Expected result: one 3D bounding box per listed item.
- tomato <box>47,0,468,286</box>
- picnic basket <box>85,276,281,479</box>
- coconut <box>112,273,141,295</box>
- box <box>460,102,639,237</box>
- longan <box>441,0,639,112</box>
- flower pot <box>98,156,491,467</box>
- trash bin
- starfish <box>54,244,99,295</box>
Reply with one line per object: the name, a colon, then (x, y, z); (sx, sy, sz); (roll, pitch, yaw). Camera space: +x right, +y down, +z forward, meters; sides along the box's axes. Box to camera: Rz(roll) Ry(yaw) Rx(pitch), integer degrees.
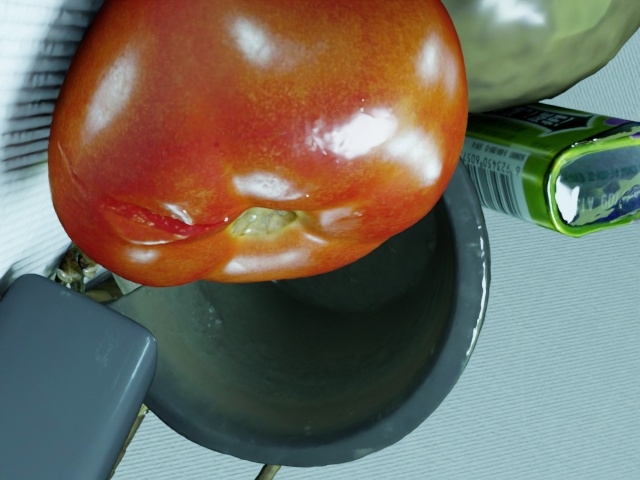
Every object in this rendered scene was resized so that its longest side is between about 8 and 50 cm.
tomato: (-0.045, -0.098, 0.892); (0.298, 0.299, 0.226); (122, -41, -57)
picnic basket: (-0.190, 0.214, 1.626); (0.293, 0.337, 0.337); (-59, 180, 7)
coconut: (-0.156, 0.005, 1.428); (0.171, 0.183, 0.170); (-16, 110, -51)
box: (0.183, -0.085, 1.316); (0.134, 0.097, 0.345); (-23, -159, -21)
longan: (0.148, -0.312, 1.246); (0.391, 0.391, 0.391); (-59, 180, 0)
flower pot: (0.000, 0.000, 1.232); (0.379, 0.379, 0.251); (-59, 171, 18)
trash bin: (-0.256, 0.192, 1.059); (0.290, 0.182, 0.209); (-65, -178, -31)
starfish: (-0.228, 0.022, 1.288); (0.130, 0.041, 0.133); (-48, 180, -37)
